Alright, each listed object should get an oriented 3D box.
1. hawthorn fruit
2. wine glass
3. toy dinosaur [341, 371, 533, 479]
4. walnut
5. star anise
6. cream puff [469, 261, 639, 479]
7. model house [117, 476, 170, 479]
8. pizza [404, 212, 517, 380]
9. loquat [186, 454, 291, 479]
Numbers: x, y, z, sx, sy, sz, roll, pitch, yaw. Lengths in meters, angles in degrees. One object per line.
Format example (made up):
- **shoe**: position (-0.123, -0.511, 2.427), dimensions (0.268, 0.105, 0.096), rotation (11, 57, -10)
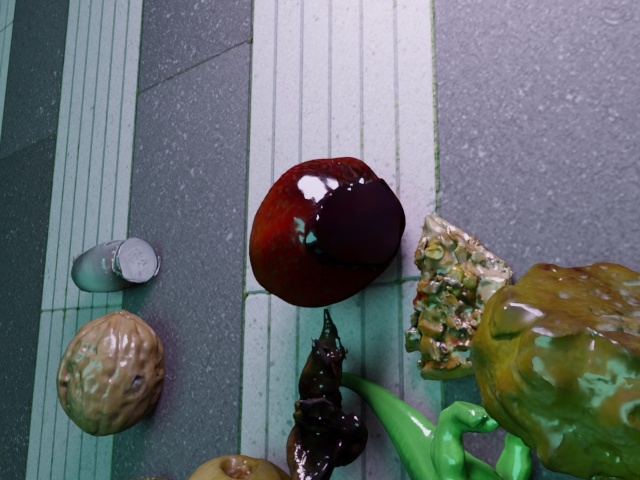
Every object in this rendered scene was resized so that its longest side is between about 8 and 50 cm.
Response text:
- **hawthorn fruit**: position (0.000, 0.000, 0.853), dimensions (0.249, 0.215, 0.215), rotation (-50, 53, 39)
- **wine glass**: position (-0.445, 0.056, 1.289), dimensions (0.205, 0.111, 0.111), rotation (-11, 75, 38)
- **toy dinosaur**: position (0.154, 0.367, 0.727), dimensions (0.500, 0.144, 0.373), rotation (-8, 78, 55)
- **walnut**: position (-0.401, 0.257, 1.163), dimensions (0.198, 0.198, 0.244), rotation (8, 84, 42)
- **star anise**: position (0.014, 0.228, 0.780), dimensions (0.103, 0.272, 0.271), rotation (8, 86, 3)
- **cream puff**: position (0.276, 0.136, 0.563), dimensions (0.282, 0.282, 0.185), rotation (19, 112, 42)
- **model house**: position (-0.358, 0.547, 1.056), dimensions (0.173, 0.268, 0.238), rotation (-22, 65, 59)
- **pizza**: position (0.173, 0.070, 0.774), dimensions (0.147, 0.069, 0.226), rotation (-1, 81, 43)
- **loquat**: position (-0.130, 0.426, 0.886), dimensions (0.213, 0.213, 0.212), rotation (-9, 76, 40)
